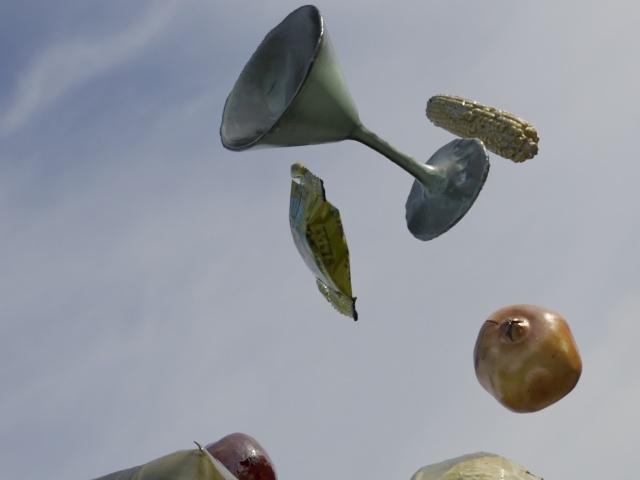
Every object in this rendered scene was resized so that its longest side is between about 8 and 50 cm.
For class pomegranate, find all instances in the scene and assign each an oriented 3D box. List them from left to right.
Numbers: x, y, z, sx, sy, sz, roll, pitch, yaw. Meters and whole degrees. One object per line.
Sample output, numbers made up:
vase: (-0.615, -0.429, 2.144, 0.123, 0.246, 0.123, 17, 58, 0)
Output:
pomegranate: (0.392, 0.224, 2.231, 0.209, 0.209, 0.209, -30, -31, -20)

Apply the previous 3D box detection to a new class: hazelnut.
hazelnut: (-0.190, 0.522, 2.486, 0.234, 0.218, 0.218, -39, -27, 15)

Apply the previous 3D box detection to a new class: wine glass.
wine glass: (0.067, -0.177, 1.970, 0.406, 0.267, 0.267, 29, -71, -29)

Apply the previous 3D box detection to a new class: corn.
corn: (0.317, -0.225, 2.313, 0.086, 0.288, 0.087, -19, -58, -33)

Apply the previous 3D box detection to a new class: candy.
candy: (0.000, 0.000, 2.252, 0.081, 0.187, 0.297, -18, -68, -17)

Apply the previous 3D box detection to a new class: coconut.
coconut: (0.293, 0.523, 2.092, 0.254, 0.297, 0.297, -8, -25, 15)

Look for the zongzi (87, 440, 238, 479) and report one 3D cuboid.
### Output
zongzi: (-0.210, 0.493, 1.847, 0.418, 0.181, 0.447, -12, -46, 29)
